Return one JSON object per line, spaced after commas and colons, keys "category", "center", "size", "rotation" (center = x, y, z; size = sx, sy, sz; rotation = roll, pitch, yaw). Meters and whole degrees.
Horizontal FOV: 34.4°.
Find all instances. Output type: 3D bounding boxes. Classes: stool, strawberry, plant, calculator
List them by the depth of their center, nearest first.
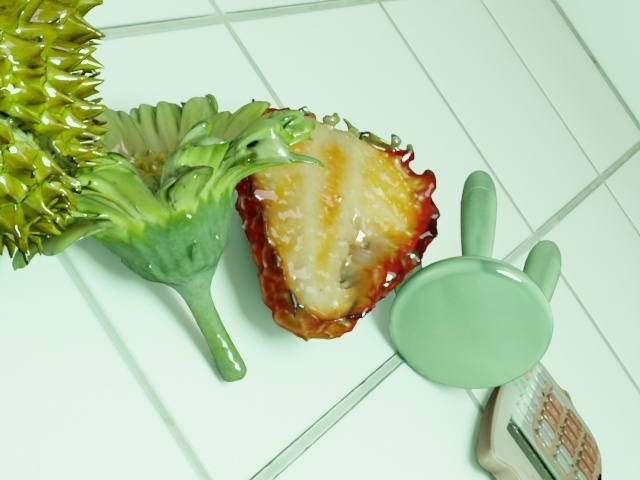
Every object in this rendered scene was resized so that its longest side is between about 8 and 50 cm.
{"category": "plant", "center": [-0.148, -0.039, 0.993], "size": [0.261, 0.305, 0.297], "rotation": [53, -18, 39]}
{"category": "strawberry", "center": [0.014, -0.005, 1.177], "size": [0.253, 0.150, 0.280], "rotation": [1, 59, -31]}
{"category": "stool", "center": [0.194, 0.054, 1.307], "size": [0.195, 0.195, 0.199], "rotation": [43, 32, -18]}
{"category": "calculator", "center": [0.300, 0.279, 1.383], "size": [0.220, 0.048, 0.329], "rotation": [53, 29, 0]}

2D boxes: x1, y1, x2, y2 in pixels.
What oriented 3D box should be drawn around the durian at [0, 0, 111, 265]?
{"category": "durian", "center": [-0.325, -0.148, 0.708], "size": [0.384, 0.347, 0.348], "rotation": [48, 26, -51]}
